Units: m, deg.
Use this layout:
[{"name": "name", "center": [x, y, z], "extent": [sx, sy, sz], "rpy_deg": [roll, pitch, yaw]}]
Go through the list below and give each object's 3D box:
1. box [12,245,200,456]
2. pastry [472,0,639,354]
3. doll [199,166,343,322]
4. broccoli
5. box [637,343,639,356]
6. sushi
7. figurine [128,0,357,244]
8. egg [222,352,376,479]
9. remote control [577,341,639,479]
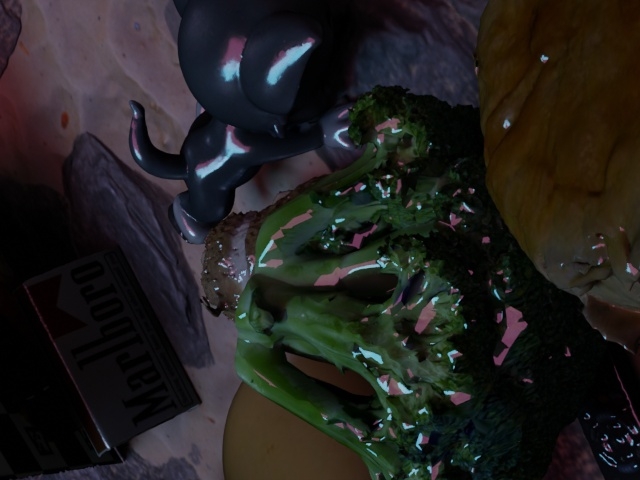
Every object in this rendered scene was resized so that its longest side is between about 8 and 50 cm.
[{"name": "box", "center": [-0.202, 0.103, 1.500], "extent": [0.036, 0.115, 0.177], "rpy_deg": [-38, 78, 50]}, {"name": "pastry", "center": [0.206, -0.113, 0.889], "extent": [0.330, 0.136, 0.329], "rpy_deg": [-42, 41, 53]}, {"name": "doll", "center": [0.006, 0.005, 1.237], "extent": [0.221, 0.115, 0.105], "rpy_deg": [-23, 111, 22]}, {"name": "broccoli", "center": [0.073, 0.048, 1.066], "extent": [0.245, 0.265, 0.294], "rpy_deg": [11, 84, 12]}, {"name": "box", "center": [0.273, 0.156, 1.072], "extent": [0.041, 0.050, 0.207], "rpy_deg": [-19, 93, 46]}, {"name": "sushi", "center": [-0.314, 0.062, 1.506], "extent": [0.064, 0.359, 0.343], "rpy_deg": [-36, 78, 9]}, {"name": "figurine", "center": [-0.076, -0.123, 1.257], "extent": [0.265, 0.140, 0.193], "rpy_deg": [-49, 53, 31]}, {"name": "egg", "center": [0.027, 0.179, 1.214], "extent": [0.244, 0.201, 0.201], "rpy_deg": [-108, 19, -61]}, {"name": "remote control", "center": [0.230, 0.169, 1.141], "extent": [0.063, 0.025, 0.245], "rpy_deg": [-23, 91, 50]}]
